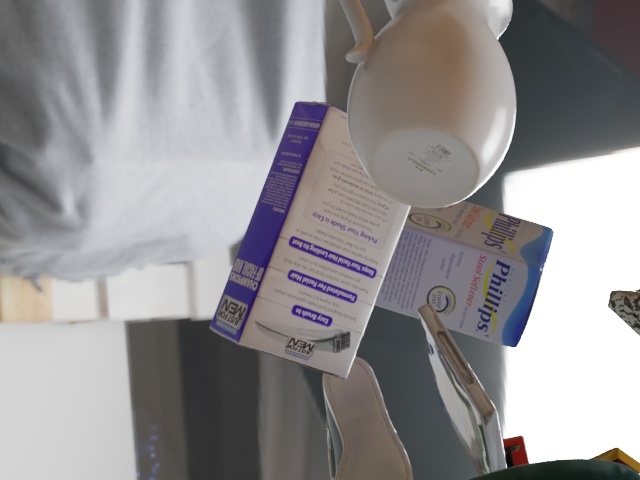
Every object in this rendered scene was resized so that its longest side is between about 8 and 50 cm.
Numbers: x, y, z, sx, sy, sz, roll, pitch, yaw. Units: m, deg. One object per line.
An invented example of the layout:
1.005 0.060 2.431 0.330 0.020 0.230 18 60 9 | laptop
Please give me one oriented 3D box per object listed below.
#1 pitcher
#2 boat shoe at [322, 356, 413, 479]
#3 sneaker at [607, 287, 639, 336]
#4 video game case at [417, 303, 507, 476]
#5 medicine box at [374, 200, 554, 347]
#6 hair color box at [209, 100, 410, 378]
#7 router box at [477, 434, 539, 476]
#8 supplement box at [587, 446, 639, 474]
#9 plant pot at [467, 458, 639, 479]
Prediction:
0.067 -0.139 0.822 0.177 0.207 0.125 27 137 -19 | pitcher
0.068 0.333 1.622 0.116 0.320 0.099 -10 146 -5 | boat shoe
0.498 -0.023 1.282 0.182 0.410 0.158 36 -177 7 | sneaker
0.185 0.214 1.377 0.023 0.193 0.212 -22 134 -5 | video game case
0.229 0.034 1.817 0.289 0.149 0.263 17 -161 11 | medicine box
0.000 0.000 1.479 0.185 0.339 0.110 23 176 -32 | hair color box
0.335 0.491 1.705 0.082 0.301 0.335 -14 156 11 | router box
0.372 0.418 1.444 0.129 0.194 0.191 34 130 -24 | supplement box
0.227 0.397 1.121 0.293 0.235 0.293 -17 -176 1 | plant pot
